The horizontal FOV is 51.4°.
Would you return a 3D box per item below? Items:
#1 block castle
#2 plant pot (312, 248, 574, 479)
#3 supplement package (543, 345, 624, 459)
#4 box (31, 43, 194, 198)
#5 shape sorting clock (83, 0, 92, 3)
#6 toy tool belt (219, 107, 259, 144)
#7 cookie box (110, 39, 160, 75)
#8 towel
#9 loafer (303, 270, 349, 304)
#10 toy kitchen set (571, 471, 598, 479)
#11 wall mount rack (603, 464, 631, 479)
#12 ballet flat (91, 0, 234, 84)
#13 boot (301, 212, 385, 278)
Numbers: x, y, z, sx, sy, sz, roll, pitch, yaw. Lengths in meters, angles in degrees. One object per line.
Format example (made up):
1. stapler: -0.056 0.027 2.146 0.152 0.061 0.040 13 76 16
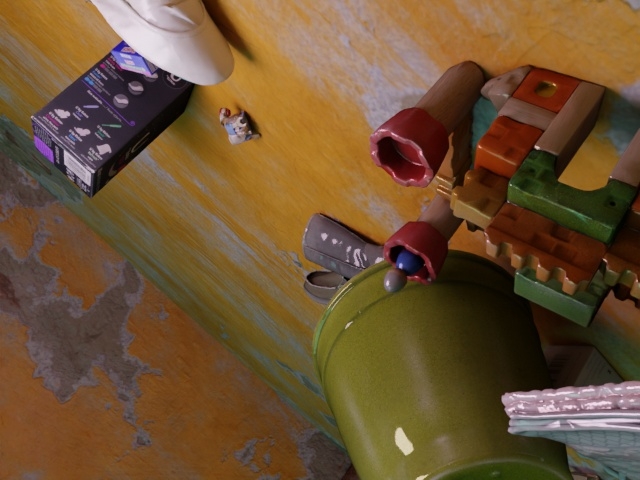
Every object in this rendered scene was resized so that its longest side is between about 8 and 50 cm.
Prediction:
1. block castle: 0.275 0.014 0.752 0.453 0.213 0.303 28 154 27
2. plant pot: 0.183 0.259 0.940 0.367 0.366 0.353 53 -166 -28
3. supplement package: 0.442 0.271 1.103 0.179 0.105 0.105 46 155 -15
4. box: -0.377 -0.234 1.228 0.143 0.270 0.165 43 157 -7
5. shape sorting clock: -0.440 -0.461 1.098 0.206 0.040 0.206 43 -163 -16
6. toy tool belt: -0.146 -0.213 1.215 0.051 0.052 0.083 -4 144 16
7. cookie box: -0.283 -0.331 1.120 0.091 0.107 0.040 22 152 36
8. towel: 0.411 0.210 0.682 0.316 0.054 0.331 25 153 -27
9. loafer: 0.063 0.084 1.394 0.251 0.094 0.088 4 115 41
10. toy kitchen set: 0.586 0.551 1.451 0.068 0.084 0.075 3 168 -21
11. wall mount rack: 0.653 0.466 1.118 0.304 0.130 0.350 19 150 50
12. ballet flat: -0.283 -0.397 0.991 0.400 0.139 0.139 43 157 1
13. boot: 0.050 0.062 1.291 0.208 0.190 0.076 18 -167 29
